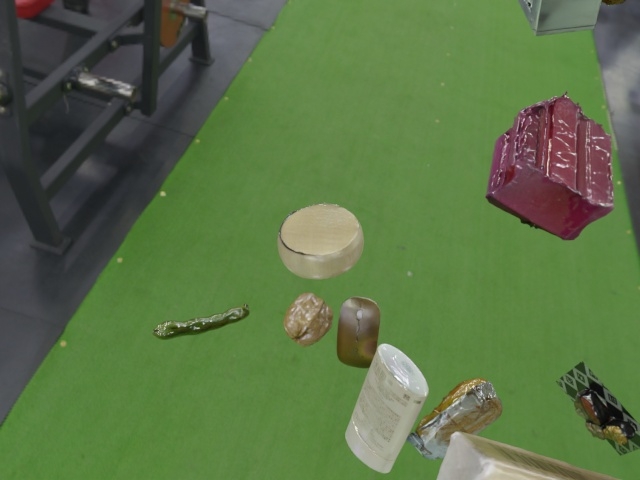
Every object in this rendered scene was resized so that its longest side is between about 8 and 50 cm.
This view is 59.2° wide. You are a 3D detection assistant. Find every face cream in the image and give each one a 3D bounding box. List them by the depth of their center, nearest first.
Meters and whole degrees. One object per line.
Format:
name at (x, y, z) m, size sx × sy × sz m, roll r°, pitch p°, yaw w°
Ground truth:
face cream at (0.158, 0.437, 1.415) m, size 0.081 × 0.349 × 0.173 m, roll -11°, pitch 41°, yaw -33°

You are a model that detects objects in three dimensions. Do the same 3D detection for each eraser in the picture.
eraser at (0.284, 0.330, 0.617) m, size 0.343 × 0.078 × 0.144 m, roll 19°, pitch 89°, yaw -12°

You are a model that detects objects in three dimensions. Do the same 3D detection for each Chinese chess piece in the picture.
Chinese chess piece at (0.000, 0.000, 1.615) m, size 0.249 × 0.103 × 0.250 m, roll -5°, pitch 41°, yaw 4°

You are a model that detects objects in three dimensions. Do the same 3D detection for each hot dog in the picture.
hot dog at (0.344, 0.458, 1.438) m, size 0.162 × 0.270 × 0.082 m, roll 42°, pitch 13°, yaw -29°

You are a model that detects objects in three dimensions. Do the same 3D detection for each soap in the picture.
soap at (0.362, -0.132, 0.875) m, size 0.162 × 0.099 × 0.250 m, roll 26°, pitch 50°, yaw 0°

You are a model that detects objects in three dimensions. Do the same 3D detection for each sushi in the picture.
sushi at (0.368, 0.233, 0.758) m, size 0.026 × 0.120 × 0.126 m, roll -31°, pitch 63°, yaw -10°

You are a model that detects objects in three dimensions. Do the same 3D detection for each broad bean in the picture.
broad bean at (-0.270, 0.192, 1.326) m, size 0.256 × 0.052 × 0.053 m, roll -12°, pitch 43°, yaw -36°

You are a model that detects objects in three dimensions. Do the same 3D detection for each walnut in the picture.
walnut at (-0.020, 0.135, 0.978) m, size 0.079 × 0.082 × 0.096 m, roll 39°, pitch 50°, yaw -3°

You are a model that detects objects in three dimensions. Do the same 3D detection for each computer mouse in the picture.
computer mouse at (0.115, 0.286, 1.705) m, size 0.125 × 0.245 × 0.056 m, roll 10°, pitch 23°, yaw 11°

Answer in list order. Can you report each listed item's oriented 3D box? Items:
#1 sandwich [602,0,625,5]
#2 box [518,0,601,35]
sandwich at (0.453, -0.468, 0.673) m, size 0.099 × 0.301 × 0.272 m, roll 23°, pitch 86°, yaw -9°
box at (0.305, -0.392, 0.752) m, size 0.086 × 0.130 × 0.225 m, roll -5°, pitch 48°, yaw 5°
